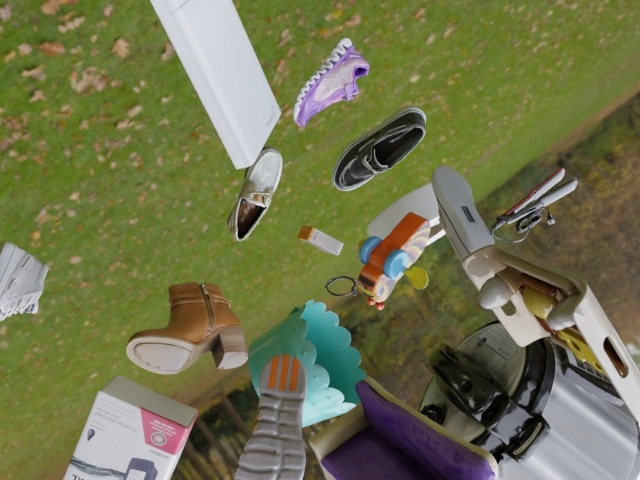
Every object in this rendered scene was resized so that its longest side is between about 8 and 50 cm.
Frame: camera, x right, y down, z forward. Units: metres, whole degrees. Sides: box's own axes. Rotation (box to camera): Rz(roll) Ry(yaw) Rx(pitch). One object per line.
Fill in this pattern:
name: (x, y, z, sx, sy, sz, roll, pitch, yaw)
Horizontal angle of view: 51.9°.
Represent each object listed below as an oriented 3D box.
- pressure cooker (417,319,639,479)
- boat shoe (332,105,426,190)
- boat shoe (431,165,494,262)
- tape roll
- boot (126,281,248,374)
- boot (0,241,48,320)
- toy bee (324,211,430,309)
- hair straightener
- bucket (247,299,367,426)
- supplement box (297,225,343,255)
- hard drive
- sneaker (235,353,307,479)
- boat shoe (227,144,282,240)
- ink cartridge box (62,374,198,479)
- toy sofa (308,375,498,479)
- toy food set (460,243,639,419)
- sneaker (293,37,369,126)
pressure cooker: (0.407, 0.378, 1.389, 0.370, 0.420, 0.376, -42, -165, 47)
boat shoe: (0.156, -0.247, 1.852, 0.335, 0.121, 0.119, -42, -157, 27)
boat shoe: (0.315, -0.055, 1.523, 0.096, 0.268, 0.088, -3, 143, -28)
tape roll: (0.275, -0.055, 1.848, 0.286, 0.100, 0.286, -26, 164, -8)
boot: (-0.213, 0.123, 0.997, 0.197, 0.152, 0.073, 14, 125, -40)
boot: (-0.648, 0.126, 1.368, 0.095, 0.123, 0.258, -31, -141, 35)
toy bee: (0.136, 0.069, 1.515, 0.298, 0.195, 0.162, -23, 134, -12)
hair straightener: (0.480, -0.069, 1.463, 0.230, 0.089, 0.047, -33, 147, -8)
bucket: (-0.030, 0.301, 1.562, 0.183, 0.281, 0.281, -29, 175, 17)
supplement box: (0.000, 0.000, 1.648, 0.062, 0.098, 0.036, 12, -104, 61)
hard drive: (-0.191, -0.351, 1.299, 0.047, 0.353, 0.233, -10, -145, 22)
sneaker: (-0.081, 0.400, 1.295, 0.180, 0.124, 0.321, 92, 10, -62)
boat shoe: (-0.190, -0.135, 1.975, 0.103, 0.113, 0.302, -117, -133, -62)
ink cartridge box: (-0.351, 0.393, 1.190, 0.100, 0.171, 0.237, -73, -174, -83)
toy sofa: (0.134, 0.384, 1.074, 0.150, 0.177, 0.362, -31, -154, -23)
toy food set: (0.354, 0.137, 1.029, 0.092, 0.220, 0.306, -39, -161, -4)
sneaker: (0.029, -0.351, 1.514, 0.236, 0.104, 0.095, -53, 177, -9)
